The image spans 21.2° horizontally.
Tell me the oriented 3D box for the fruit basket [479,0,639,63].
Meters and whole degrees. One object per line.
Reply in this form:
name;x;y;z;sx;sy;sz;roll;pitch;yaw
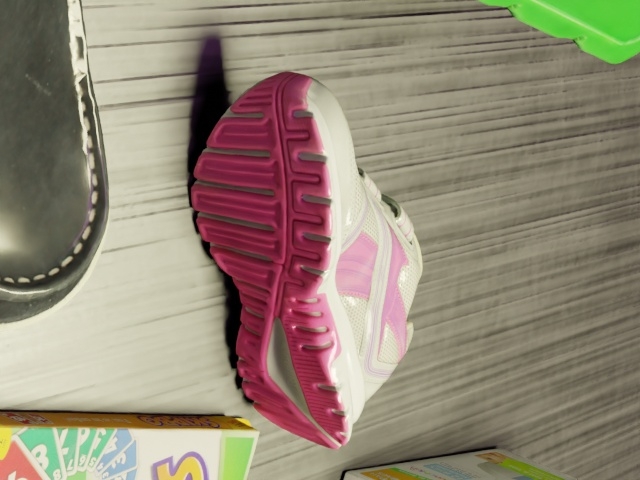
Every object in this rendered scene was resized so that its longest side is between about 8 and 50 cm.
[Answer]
fruit basket;0.121;-0.328;0.968;0.392;0.283;0.392;38;34;-32

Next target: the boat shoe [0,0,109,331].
boat shoe;-0.178;-0.148;0.691;0.187;0.156;0.500;-44;137;-34

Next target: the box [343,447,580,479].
box;0.109;0.224;1.246;0.203;0.114;0.103;1;104;-51

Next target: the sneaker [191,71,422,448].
sneaker;0.000;0.000;1.034;0.111;0.103;0.252;-43;142;-38

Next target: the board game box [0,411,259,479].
board game box;-0.127;0.162;0.990;0.259;0.039;0.124;9;99;-56
